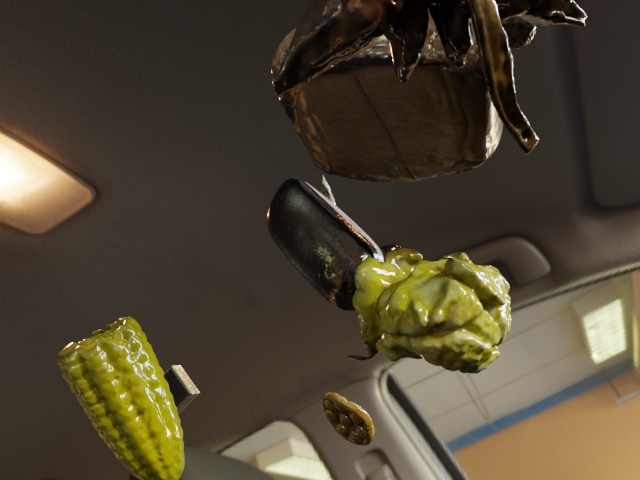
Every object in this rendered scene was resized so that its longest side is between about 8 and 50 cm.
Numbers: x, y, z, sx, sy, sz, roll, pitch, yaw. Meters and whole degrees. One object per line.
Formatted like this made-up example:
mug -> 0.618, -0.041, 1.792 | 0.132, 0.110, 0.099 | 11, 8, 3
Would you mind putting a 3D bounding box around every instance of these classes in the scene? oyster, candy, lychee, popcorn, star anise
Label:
oyster -> 0.019, -0.122, 1.658 | 0.037, 0.100, 0.098 | -1, -13, -9
candy -> -0.213, 0.191, 0.728 | 0.094, 0.198, 0.106 | -28, 4, -6
lychee -> 0.266, -0.298, 0.869 | 0.083, 0.067, 0.068 | 4, 5, -5
popcorn -> 0.122, 0.085, 0.751 | 0.168, 0.195, 0.173 | -31, -53, -58
star anise -> 0.089, -0.240, 0.533 | 0.293, 0.109, 0.349 | -1, -72, 3

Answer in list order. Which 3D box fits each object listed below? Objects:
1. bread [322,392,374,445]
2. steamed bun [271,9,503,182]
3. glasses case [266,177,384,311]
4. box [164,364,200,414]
bread -> 0.046, 0.300, 1.074 | 0.024, 0.110, 0.110 | -36, -23, -33
steamed bun -> 0.103, -0.223, 0.878 | 0.301, 0.199, 0.251 | 3, -35, 26
glasses case -> 0.000, 0.000, 1.069 | 0.075, 0.314, 0.122 | 14, -69, -41
box -> -0.311, 0.319, 1.346 | 0.083, 0.079, 0.035 | -47, -22, 11
